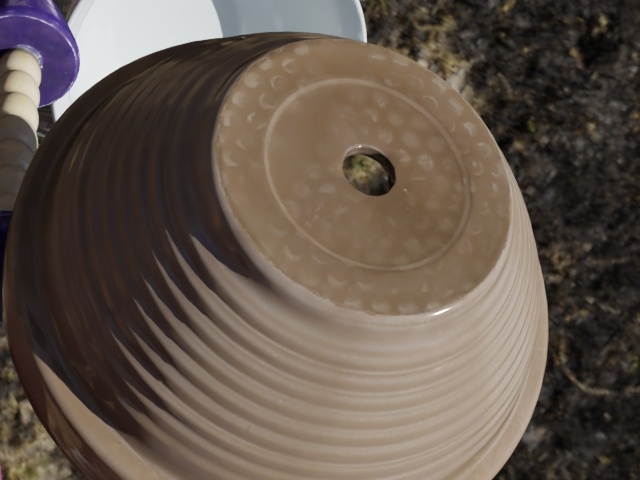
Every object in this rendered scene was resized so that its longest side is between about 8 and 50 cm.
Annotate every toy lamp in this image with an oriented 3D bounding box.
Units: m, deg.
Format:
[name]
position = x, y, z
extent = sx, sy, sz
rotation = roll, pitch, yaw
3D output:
[toy lamp]
position = -0.186, -0.069, 0.660
extent = 0.080, 0.274, 0.080
rotation = -6, 134, -6

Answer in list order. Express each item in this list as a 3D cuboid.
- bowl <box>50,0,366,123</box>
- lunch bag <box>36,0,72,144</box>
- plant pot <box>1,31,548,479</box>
[bowl]
position = -0.116, -0.174, 0.996
extent = 0.298, 0.134, 0.297
rotation = -16, 130, -20
[lunch bag]
position = -0.262, -0.260, 1.261
extent = 0.213, 0.256, 0.305
rotation = 12, 86, -37
[plant pot]
position = 0.000, 0.000, 0.428
extent = 0.237, 0.237, 0.109
rotation = -13, 160, -27
